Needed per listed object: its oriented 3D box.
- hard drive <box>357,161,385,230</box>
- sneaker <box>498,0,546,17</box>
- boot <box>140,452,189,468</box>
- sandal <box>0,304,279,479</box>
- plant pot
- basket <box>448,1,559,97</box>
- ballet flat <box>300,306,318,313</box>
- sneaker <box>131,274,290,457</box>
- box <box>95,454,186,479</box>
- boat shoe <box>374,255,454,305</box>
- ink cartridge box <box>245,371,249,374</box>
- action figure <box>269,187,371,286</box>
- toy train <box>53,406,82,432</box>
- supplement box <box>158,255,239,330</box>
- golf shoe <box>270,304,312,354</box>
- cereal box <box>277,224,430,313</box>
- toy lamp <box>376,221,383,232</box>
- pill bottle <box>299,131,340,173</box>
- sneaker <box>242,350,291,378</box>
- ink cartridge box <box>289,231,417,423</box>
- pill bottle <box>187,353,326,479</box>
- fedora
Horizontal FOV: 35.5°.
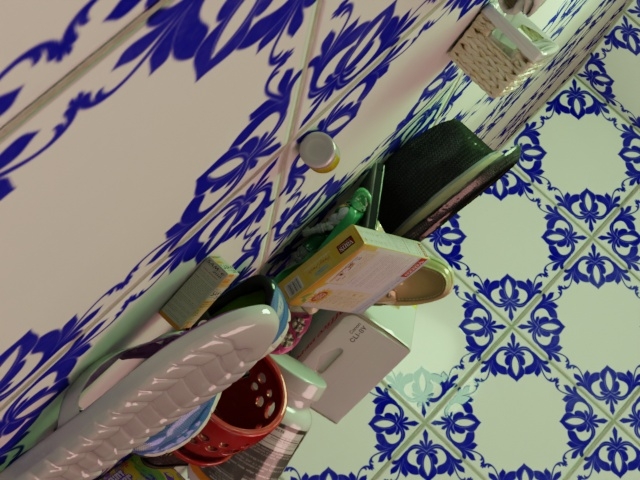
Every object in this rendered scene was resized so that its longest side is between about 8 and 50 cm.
[{"bbox_3d":[0.080,-0.055,1.724,0.094,0.022,0.135,124,-21,-58],"label":"hard drive"},{"bbox_3d":[0.292,-0.359,1.309,0.169,0.108,0.292,-46,163,4],"label":"sneaker"},{"bbox_3d":[-0.246,0.398,1.991,0.263,0.091,0.229,-10,161,-17],"label":"boot"},{"bbox_3d":[-0.241,0.183,1.212,0.416,0.102,0.169,-36,158,5],"label":"sandal"},{"bbox_3d":[-0.178,0.281,1.693,0.174,0.191,0.191,-47,174,38],"label":"plant pot"},{"bbox_3d":[0.280,-0.290,1.530,0.103,0.113,0.167,-48,172,25],"label":"basket"},{"bbox_3d":[-0.004,0.046,1.764,0.052,0.057,0.168,133,-28,-70],"label":"ballet flat"},{"bbox_3d":[-0.179,0.166,1.438,0.330,0.130,0.147,-47,159,-21],"label":"sneaker"},{"bbox_3d":[-0.432,0.606,2.028,0.279,0.177,0.290,-50,172,17],"label":"box"},{"bbox_3d":[0.106,0.081,1.938,0.098,0.302,0.109,-40,132,-70],"label":"boat shoe"},{"bbox_3d":[-0.117,0.209,1.961,0.179,0.045,0.145,104,14,-48],"label":"ink cartridge box"},{"bbox_3d":[0.000,0.000,1.676,0.232,0.063,0.137,-44,171,10],"label":"action figure"},{"bbox_3d":[-0.331,0.243,1.292,0.024,0.017,0.083,-18,152,-53],"label":"toy train"},{"bbox_3d":[-0.154,0.067,1.273,0.098,0.036,0.062,-48,173,5],"label":"supplement box"},{"bbox_3d":[-0.041,0.090,1.851,0.306,0.115,0.140,-43,-168,-30],"label":"golf shoe"},{"bbox_3d":[0.061,0.053,1.686,0.173,0.047,0.240,-39,155,21],"label":"cereal box"},{"bbox_3d":[0.095,-0.009,2.119,0.080,0.080,0.275,-51,174,32],"label":"toy lamp"},{"bbox_3d":[0.001,-0.104,1.209,0.043,0.043,0.083,-47,172,2],"label":"pill bottle"},{"bbox_3d":[-0.138,0.267,2.127,0.296,0.112,0.131,-39,169,-50],"label":"sneaker"},{"bbox_3d":[0.077,0.173,2.209,0.279,0.160,0.384,-50,-169,30],"label":"ink cartridge box"},{"bbox_3d":[-0.115,0.353,1.860,0.278,0.162,0.162,-59,172,3],"label":"pill bottle"},{"bbox_3d":[0.201,-0.110,1.844,0.334,0.152,0.334,-38,174,-5],"label":"fedora"}]
